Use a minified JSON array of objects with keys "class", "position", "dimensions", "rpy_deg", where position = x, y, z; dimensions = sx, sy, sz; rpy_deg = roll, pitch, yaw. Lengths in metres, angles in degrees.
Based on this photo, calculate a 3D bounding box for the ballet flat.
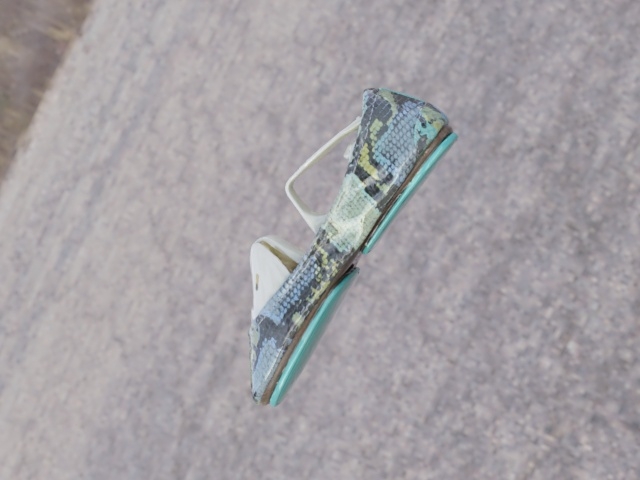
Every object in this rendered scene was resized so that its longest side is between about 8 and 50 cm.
[{"class":"ballet flat","position":[0.000,0.000,0.716],"dimensions":[0.188,0.070,0.070],"rpy_deg":[-57,22,10]}]
